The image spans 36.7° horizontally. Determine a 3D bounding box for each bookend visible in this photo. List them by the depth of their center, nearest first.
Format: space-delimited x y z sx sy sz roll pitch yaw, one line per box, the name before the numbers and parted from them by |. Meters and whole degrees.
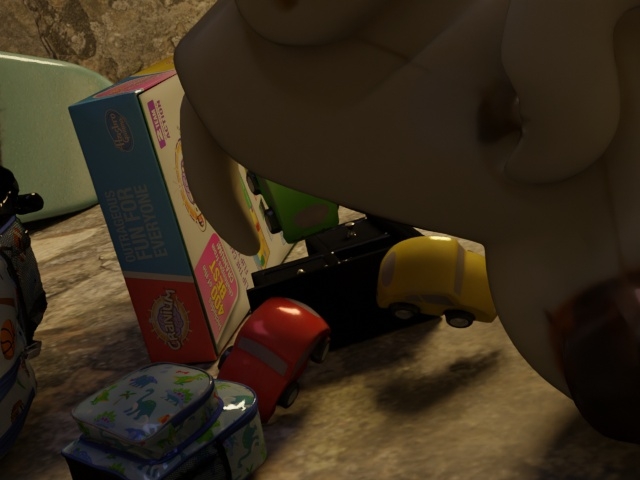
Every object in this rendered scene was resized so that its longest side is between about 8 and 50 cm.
bookend | 0.005 0.032 0.858 0.156 0.072 0.157 -16 18 -9

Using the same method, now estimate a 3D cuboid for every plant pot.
plant pot | -0.441 -0.160 1.501 0.252 0.247 0.247 -8 9 -44

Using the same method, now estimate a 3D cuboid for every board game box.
board game box | -0.111 -0.058 0.939 0.064 0.242 0.316 -9 18 17

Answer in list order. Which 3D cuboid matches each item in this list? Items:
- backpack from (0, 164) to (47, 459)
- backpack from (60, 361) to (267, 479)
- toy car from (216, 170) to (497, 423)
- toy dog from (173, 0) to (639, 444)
backpack | -0.341 0.084 0.725 0.277 0.213 0.263 -18 10 -3
backpack | -0.095 0.127 0.621 0.105 0.084 0.114 6 23 41
toy car | 0.000 0.000 0.753 0.239 0.053 0.225 -21 63 -13
toy dog | 0.116 -0.067 0.588 0.395 0.408 0.284 -49 -10 15
